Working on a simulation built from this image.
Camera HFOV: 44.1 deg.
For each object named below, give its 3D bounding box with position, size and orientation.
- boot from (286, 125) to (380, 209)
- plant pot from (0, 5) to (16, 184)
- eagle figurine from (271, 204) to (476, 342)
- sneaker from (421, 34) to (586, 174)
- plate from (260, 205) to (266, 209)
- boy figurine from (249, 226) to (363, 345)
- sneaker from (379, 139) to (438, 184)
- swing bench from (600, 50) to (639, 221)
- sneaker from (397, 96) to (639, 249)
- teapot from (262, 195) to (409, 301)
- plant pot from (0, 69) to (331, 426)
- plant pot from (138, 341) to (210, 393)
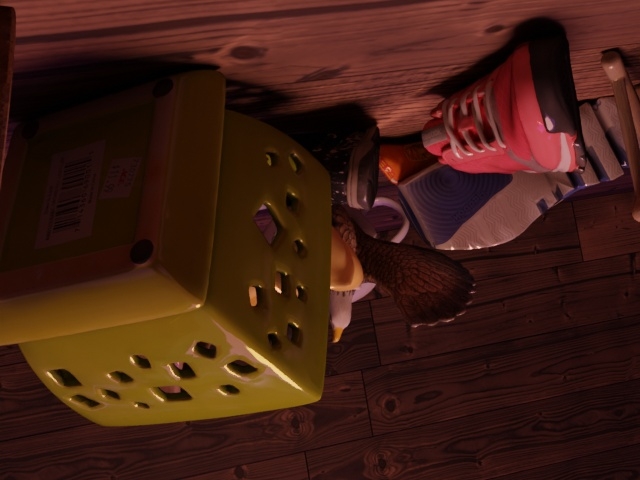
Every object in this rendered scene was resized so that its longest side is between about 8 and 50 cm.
[{"bbox_3d":[-0.024,-0.086,0.876,0.178,0.085,0.236,3,-169,4],"label":"boot"},{"bbox_3d":[-0.271,-0.022,0.346,0.230,0.216,0.215,7,169,-26],"label":"plant pot"},{"bbox_3d":[0.047,0.028,1.069,0.226,0.225,0.298,-19,175,-31],"label":"eagle figurine"},{"bbox_3d":[0.165,-0.103,0.754,0.136,0.116,0.314,-9,177,8],"label":"sneaker"},{"bbox_3d":[-0.119,-0.068,1.106,0.277,0.045,0.278,-10,177,8],"label":"plate"},{"bbox_3d":[-0.028,0.048,0.845,0.177,0.092,0.285,-6,161,-22],"label":"boy figurine"},{"bbox_3d":[0.123,-0.114,1.055,0.067,0.064,0.175,-37,167,29],"label":"sneaker"},{"bbox_3d":[0.445,-0.124,0.792,0.253,0.165,0.254,-12,176,30],"label":"swing bench"},{"bbox_3d":[0.262,-0.079,1.068,0.315,0.128,0.182,-23,179,-2],"label":"sneaker"},{"bbox_3d":[0.000,0.000,1.503,0.256,0.187,0.252,20,137,-30],"label":"teapot"},{"bbox_3d":[-0.133,0.007,0.635,0.227,0.228,0.207,-11,149,21],"label":"plant pot"},{"bbox_3d":[-0.230,0.031,0.926,0.229,0.263,0.263,17,176,1],"label":"plant pot"}]
